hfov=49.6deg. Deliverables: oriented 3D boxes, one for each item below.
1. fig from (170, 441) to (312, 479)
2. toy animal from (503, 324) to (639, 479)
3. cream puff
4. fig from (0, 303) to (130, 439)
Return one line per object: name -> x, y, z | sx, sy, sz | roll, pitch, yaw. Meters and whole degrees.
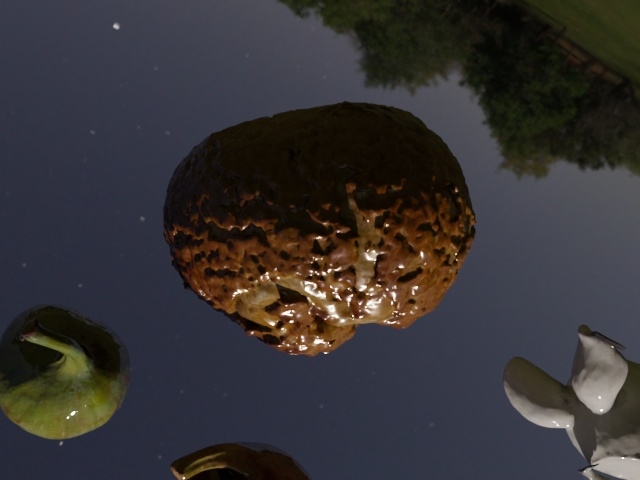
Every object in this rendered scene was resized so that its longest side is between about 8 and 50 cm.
fig -> -0.077, 0.268, 0.706 | 0.175, 0.207, 0.175 | 4, -156, -2
toy animal -> 0.401, 0.218, 0.846 | 0.325, 0.208, 0.154 | 28, -131, -17
cream puff -> 0.000, 0.000, 0.668 | 0.303, 0.303, 0.212 | 10, -114, -42
fig -> -0.256, 0.116, 0.687 | 0.149, 0.245, 0.149 | 7, -111, -18
